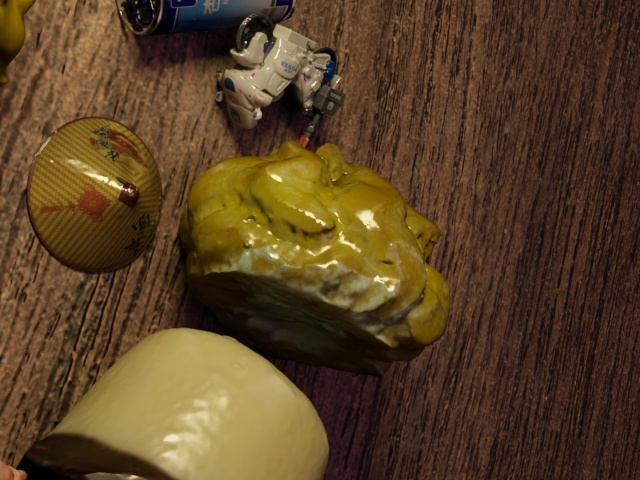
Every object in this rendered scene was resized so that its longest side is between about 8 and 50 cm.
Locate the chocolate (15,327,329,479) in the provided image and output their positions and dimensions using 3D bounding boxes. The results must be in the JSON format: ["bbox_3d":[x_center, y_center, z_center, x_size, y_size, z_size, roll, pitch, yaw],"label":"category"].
[{"bbox_3d":[-0.142,0.245,1.158,0.314,0.326,0.297,35,65,-4],"label":"chocolate"}]

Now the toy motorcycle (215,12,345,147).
[{"bbox_3d":[-0.057,-0.217,1.388,0.221,0.102,0.150,13,103,-53],"label":"toy motorcycle"}]

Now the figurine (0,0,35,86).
[{"bbox_3d":[-0.359,-0.319,1.016,0.169,0.218,0.327,17,92,-1],"label":"figurine"}]

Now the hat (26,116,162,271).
[{"bbox_3d":[-0.247,-0.056,1.215,0.193,0.082,0.193,-1,92,-47],"label":"hat"}]

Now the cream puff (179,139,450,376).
[{"bbox_3d":[0.000,0.000,1.306,0.378,0.378,0.276,42,62,-37],"label":"cream puff"}]

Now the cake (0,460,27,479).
[{"bbox_3d":[-0.445,0.263,0.848,0.314,0.293,0.307,-61,145,-33],"label":"cake"}]

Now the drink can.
[{"bbox_3d":[-0.142,-0.320,1.307,0.235,0.097,0.097,-17,103,-43],"label":"drink can"}]
